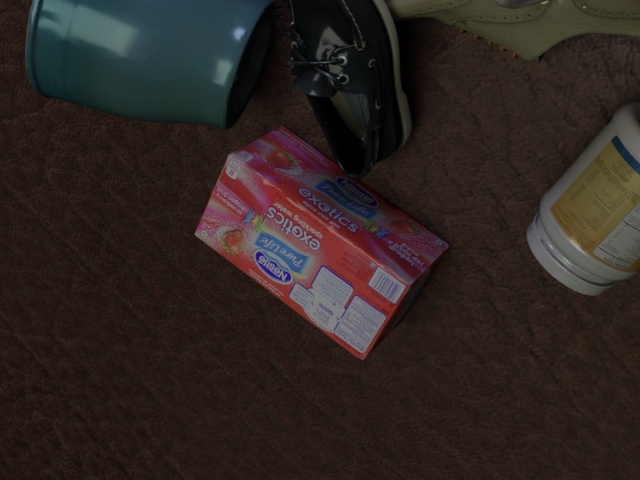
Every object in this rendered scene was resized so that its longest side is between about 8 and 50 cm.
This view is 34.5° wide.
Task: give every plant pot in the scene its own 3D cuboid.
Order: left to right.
[{"bbox_3d":[-0.205,-0.272,1.345,0.255,0.271,0.271,21,122,4],"label":"plant pot"}]

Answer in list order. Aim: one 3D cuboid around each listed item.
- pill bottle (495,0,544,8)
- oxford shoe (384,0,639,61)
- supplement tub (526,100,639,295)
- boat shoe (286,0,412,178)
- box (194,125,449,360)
[{"bbox_3d":[0.185,-0.403,0.994,0.176,0.176,0.318,-28,82,36],"label":"pill bottle"},{"bbox_3d":[0.198,-0.267,1.183,0.397,0.140,0.146,0,117,31],"label":"oxford shoe"},{"bbox_3d":[0.346,-0.045,1.190,0.144,0.144,0.199,41,126,8],"label":"supplement tub"},{"bbox_3d":[0.018,-0.201,1.233,0.127,0.113,0.340,25,155,28],"label":"boat shoe"},{"bbox_3d":[0.000,0.000,1.410,0.300,0.142,0.154,36,124,12],"label":"box"}]
